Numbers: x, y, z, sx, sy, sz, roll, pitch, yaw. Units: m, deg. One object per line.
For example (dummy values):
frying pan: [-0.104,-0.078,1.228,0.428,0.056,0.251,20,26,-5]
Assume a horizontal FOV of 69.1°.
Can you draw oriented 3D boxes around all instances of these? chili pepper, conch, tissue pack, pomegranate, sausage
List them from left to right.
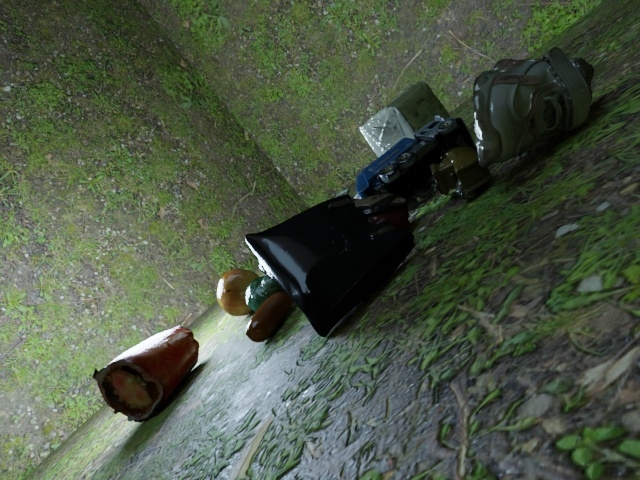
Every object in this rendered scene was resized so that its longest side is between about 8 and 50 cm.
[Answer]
chili pepper: [-0.554,0.439,1.552,0.251,0.229,0.305,-40,-4,17]
pomegranate: [-0.306,0.199,1.790,0.191,0.191,0.191,-39,7,6]
sausage: [-0.138,0.206,1.285,0.076,0.076,0.197,-35,7,32]
conch: [-0.151,0.163,1.456,0.176,0.121,0.188,-16,0,-24]
tissue pack: [0.359,-0.424,1.809,0.207,0.297,0.380,-31,9,41]

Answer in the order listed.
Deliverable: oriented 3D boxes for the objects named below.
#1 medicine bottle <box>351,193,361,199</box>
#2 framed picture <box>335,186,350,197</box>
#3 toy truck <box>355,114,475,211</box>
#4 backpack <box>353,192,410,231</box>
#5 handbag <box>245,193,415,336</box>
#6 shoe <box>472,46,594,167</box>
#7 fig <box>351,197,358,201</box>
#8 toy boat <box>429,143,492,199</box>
medicine bottle: [0.163,-0.159,2.031,0.115,0.078,0.219,-49,10,-24]
framed picture: [0.053,-0.107,2.116,0.274,0.017,0.217,-65,11,-4]
toy truck: [0.273,-0.220,1.388,0.367,0.146,0.175,-37,28,-3]
backpack: [0.123,-0.027,1.195,0.230,0.138,0.229,-23,24,11]
handbag: [0.022,0.022,1.027,0.288,0.152,0.342,-33,41,-15]
shoe: [0.428,-0.280,0.932,0.198,0.171,0.351,5,41,33]
fig: [0.133,-0.091,1.601,0.245,0.149,0.149,-15,23,47]
toy boat: [0.332,-0.171,1.139,0.122,0.089,0.321,-29,12,15]
